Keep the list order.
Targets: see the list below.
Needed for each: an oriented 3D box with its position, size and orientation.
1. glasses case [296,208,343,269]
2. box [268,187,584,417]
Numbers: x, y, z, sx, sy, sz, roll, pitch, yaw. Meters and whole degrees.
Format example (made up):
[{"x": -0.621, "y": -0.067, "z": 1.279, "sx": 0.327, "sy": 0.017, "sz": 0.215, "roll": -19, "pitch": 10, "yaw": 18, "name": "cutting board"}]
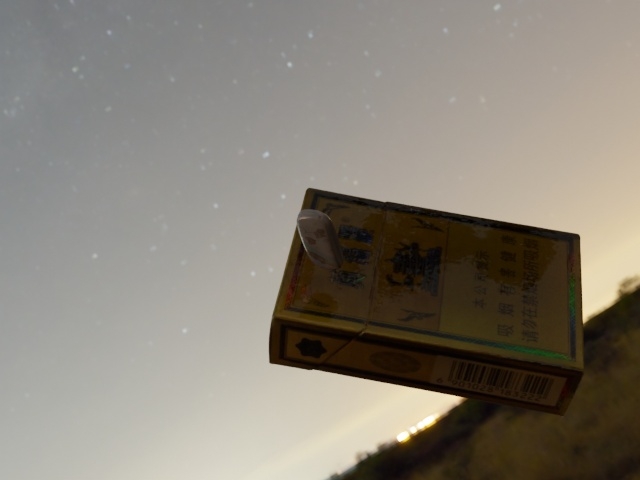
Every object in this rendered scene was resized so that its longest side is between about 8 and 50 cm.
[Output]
[{"x": 0.000, "y": 0.000, "z": 0.897, "sx": 0.083, "sy": 0.032, "sz": 0.021, "roll": 71, "pitch": -143, "yaw": -52, "name": "glasses case"}, {"x": 0.112, "y": 0.059, "z": 0.997, "sx": 0.192, "sy": 0.302, "sz": 0.084, "roll": -76, "pitch": -5, "yaw": -46, "name": "box"}]
